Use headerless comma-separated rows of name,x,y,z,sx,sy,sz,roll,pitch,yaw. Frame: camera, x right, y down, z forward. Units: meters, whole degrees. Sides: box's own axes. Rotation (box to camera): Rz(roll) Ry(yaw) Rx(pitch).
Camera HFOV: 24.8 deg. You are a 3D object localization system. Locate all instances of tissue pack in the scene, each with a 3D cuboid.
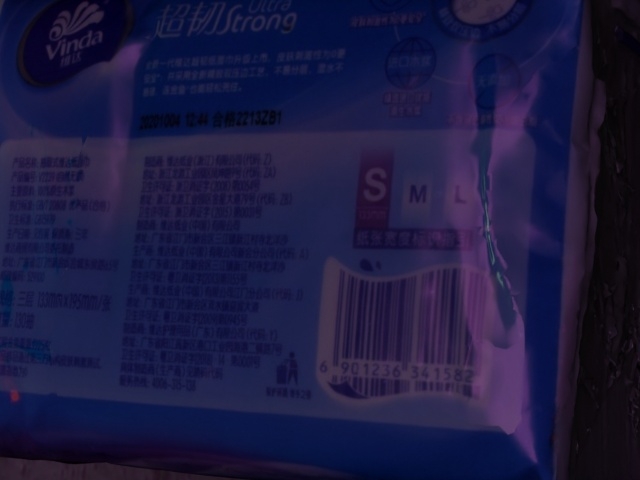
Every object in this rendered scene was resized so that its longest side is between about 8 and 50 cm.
tissue pack,0.000,0.000,0.593,0.263,0.146,0.198,1,81,29
